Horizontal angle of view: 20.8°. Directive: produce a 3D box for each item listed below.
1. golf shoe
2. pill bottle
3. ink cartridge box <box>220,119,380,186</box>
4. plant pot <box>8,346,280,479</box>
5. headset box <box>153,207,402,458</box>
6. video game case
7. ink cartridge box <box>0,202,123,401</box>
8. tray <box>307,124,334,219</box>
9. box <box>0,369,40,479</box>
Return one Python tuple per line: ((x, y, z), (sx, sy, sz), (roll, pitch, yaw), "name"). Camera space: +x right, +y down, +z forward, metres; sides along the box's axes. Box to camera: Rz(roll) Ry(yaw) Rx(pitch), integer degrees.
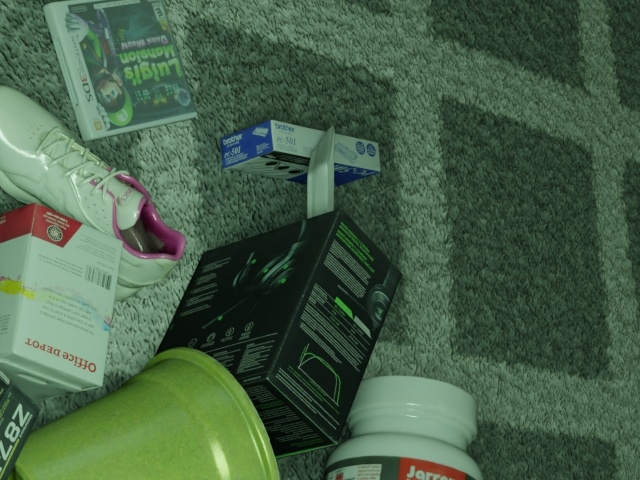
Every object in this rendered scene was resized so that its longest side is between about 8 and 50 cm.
((-0.271, -0.068, 1.996), (0.306, 0.140, 0.115), (50, 48, -23), "golf shoe")
((0.098, 0.369, 2.207), (0.210, 0.210, 0.363), (30, 57, -38), "pill bottle")
((-0.025, -0.113, 2.313), (0.207, 0.097, 0.046), (8, 71, -47), "ink cartridge box")
((-0.223, 0.279, 1.871), (0.254, 0.276, 0.276), (-15, 89, -37), "plant pot")
((-0.062, 0.114, 2.087), (0.131, 0.246, 0.283), (46, 47, -28), "headset box")
((-0.245, -0.220, 2.161), (0.190, 0.022, 0.173), (-18, 91, -49), "video game case")
((-0.313, 0.072, 1.909), (0.128, 0.127, 0.176), (28, 58, -40), "ink cartridge box")
((0.000, 0.000, 2.245), (0.145, 0.030, 0.270), (-84, 174, -66), "tray")
((-0.440, 0.251, 1.600), (0.318, 0.097, 0.395), (53, 53, -52), "box")
